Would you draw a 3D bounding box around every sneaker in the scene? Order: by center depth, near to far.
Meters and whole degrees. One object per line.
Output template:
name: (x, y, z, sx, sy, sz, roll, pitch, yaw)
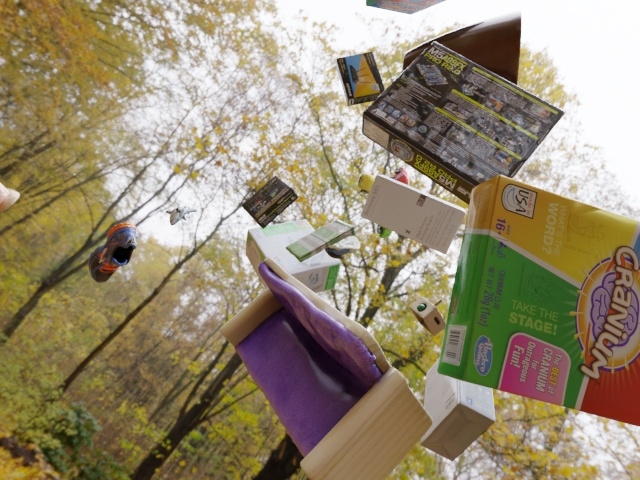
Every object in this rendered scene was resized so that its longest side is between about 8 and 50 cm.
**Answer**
sneaker: (0.030, 0.013, 1.101, 0.084, 0.058, 0.152, -27, -25, 38)
sneaker: (-0.597, 0.049, 1.155, 0.221, 0.083, 0.087, -49, -124, 24)

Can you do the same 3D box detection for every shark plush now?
shark plush: (-0.609, -0.114, 1.765, 0.073, 0.161, 0.067, -13, -80, 16)

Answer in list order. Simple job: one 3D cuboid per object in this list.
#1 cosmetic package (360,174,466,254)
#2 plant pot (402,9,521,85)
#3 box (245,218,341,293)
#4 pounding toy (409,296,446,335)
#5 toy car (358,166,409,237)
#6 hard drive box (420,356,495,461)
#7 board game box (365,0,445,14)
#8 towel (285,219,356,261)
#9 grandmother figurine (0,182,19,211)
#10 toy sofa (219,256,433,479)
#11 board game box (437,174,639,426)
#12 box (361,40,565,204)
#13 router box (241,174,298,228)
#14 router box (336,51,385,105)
cosmetic package: (0.228, -0.068, 1.000, 0.231, 0.085, 0.117, 24, -75, 13)
plant pot: (0.304, -0.369, 0.889, 0.230, 0.215, 0.215, 3, -47, 21)
box: (-0.100, 0.064, 1.362, 0.262, 0.231, 0.127, 51, -39, 42)
pounding toy: (0.448, 0.293, 1.635, 0.141, 0.100, 0.130, 55, -6, -24)
toy car: (0.220, -0.116, 1.302, 0.053, 0.239, 0.225, 11, -70, 47)
hard drive box: (0.333, 0.378, 0.991, 0.089, 0.232, 0.181, 26, -57, 3)
board game box: (0.232, -0.590, 0.937, 0.210, 0.160, 0.047, 17, -67, 55)
towel: (0.000, 0.000, 0.958, 0.023, 0.152, 0.113, 66, -13, -20)
grandmother figurine: (-0.593, -0.164, 0.560, 0.103, 0.208, 0.342, -8, -43, 9)
toy sofa: (-0.031, 0.172, 0.588, 0.177, 0.150, 0.362, 56, -15, -28)
board game box: (0.321, 0.083, 0.492, 0.316, 0.242, 0.064, 16, -11, -7)
box: (0.241, -0.206, 0.707, 0.270, 0.216, 0.060, 38, -15, 17)
router box: (-0.127, -0.098, 1.011, 0.092, 0.122, 0.038, 42, -7, 47)
router box: (0.137, -0.560, 1.393, 0.133, 0.179, 0.046, -12, -20, -3)
